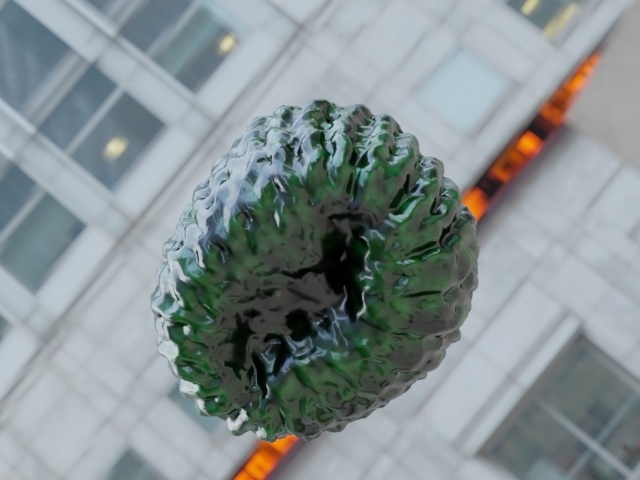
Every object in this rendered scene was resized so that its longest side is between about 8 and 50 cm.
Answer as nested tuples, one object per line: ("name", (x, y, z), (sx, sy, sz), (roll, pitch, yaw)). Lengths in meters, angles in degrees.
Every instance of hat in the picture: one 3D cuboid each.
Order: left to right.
("hat", (0.000, 0.000, 1.614), (0.274, 0.242, 0.332), (-33, 11, 15))
